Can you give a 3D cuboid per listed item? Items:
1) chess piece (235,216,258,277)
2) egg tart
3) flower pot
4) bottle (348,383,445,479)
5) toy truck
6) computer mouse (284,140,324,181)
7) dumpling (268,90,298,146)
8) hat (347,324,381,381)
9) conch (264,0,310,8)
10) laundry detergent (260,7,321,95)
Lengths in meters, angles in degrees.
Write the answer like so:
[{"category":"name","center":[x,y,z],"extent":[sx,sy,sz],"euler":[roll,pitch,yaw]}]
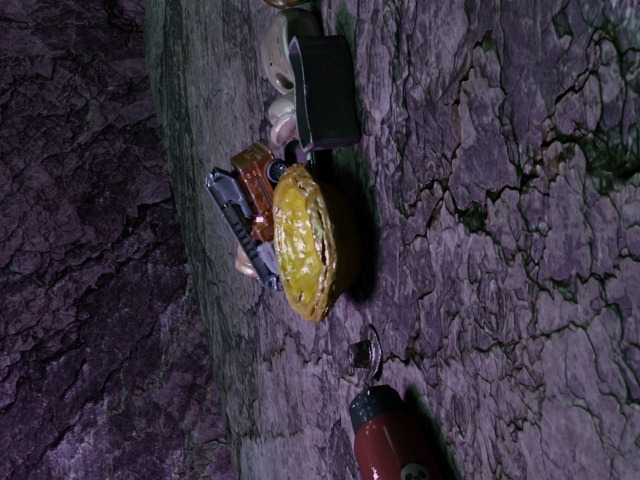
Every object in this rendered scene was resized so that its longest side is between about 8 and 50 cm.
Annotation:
[{"category":"chess piece","center":[-0.148,-0.044,2.453],"extent":[0.143,0.142,0.261],"euler":[-131,41,-60]},{"category":"egg tart","center":[0.000,0.000,1.985],"extent":[0.345,0.132,0.346],"euler":[172,90,-73]},{"category":"flower pot","center":[0.005,-0.295,1.894],"extent":[0.103,0.108,0.229],"euler":[175,89,-73]},{"category":"bottle","center":[0.146,0.410,1.694],"extent":[0.144,0.143,0.336],"euler":[100,158,-44]},{"category":"toy truck","center":[-0.125,-0.045,2.189],"extent":[0.338,0.184,0.133],"euler":[66,170,-24]},{"category":"computer mouse","center":[-0.034,-0.174,2.145],"extent":[0.232,0.057,0.120],"euler":[-166,66,-75]},{"category":"dumpling","center":[-0.057,-0.263,2.042],"extent":[0.118,0.136,0.199],"euler":[50,156,2]},{"category":"hat","center":[0.084,0.233,1.950],"extent":[0.121,0.050,0.121],"euler":[176,90,-72]},{"category":"conch","center":[-0.058,-0.573,1.971],"extent":[0.181,0.124,0.187],"euler":[109,175,-73]},{"category":"laundry detergent","center":[-0.070,-0.413,2.111],"extent":[0.253,0.091,0.181],"euler":[-178,75,-72]}]
